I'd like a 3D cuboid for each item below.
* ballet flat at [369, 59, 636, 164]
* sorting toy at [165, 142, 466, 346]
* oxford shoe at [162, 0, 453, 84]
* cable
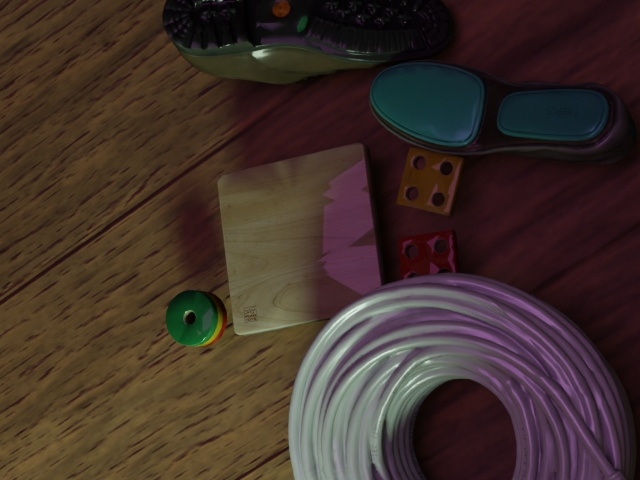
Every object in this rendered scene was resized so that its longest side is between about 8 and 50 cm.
[{"bbox_3d":[0.138,-0.090,1.340,0.213,0.068,0.072,10,79,31],"label":"ballet flat"},{"bbox_3d":[0.000,0.000,1.407,0.274,0.046,0.132,-12,78,25],"label":"sorting toy"},{"bbox_3d":[-0.006,-0.168,1.418,0.227,0.096,0.083,3,70,8],"label":"oxford shoe"},{"bbox_3d":[0.104,0.150,1.295,0.257,0.089,0.257,-21,85,25],"label":"cable"}]
